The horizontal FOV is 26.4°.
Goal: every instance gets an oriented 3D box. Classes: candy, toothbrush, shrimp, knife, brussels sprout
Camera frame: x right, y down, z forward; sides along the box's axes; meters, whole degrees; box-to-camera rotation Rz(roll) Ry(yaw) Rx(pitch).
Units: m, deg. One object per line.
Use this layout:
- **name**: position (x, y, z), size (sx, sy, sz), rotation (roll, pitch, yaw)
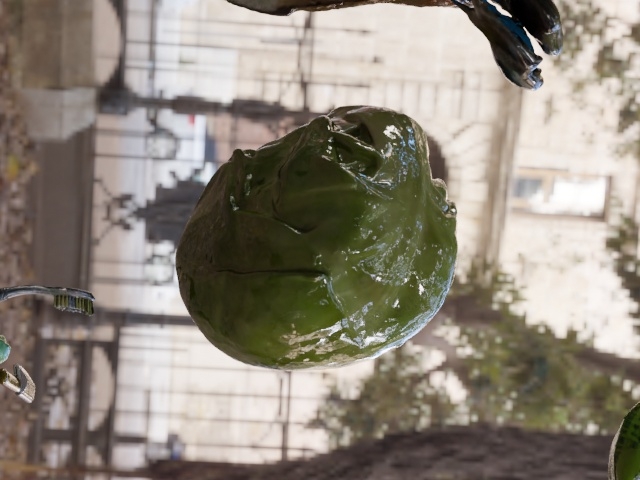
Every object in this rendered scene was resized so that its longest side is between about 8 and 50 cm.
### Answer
- **candy**: position (0.446, 0.270, 1.890), size (0.246, 0.069, 0.149), rotation (-63, 169, -2)
- **toothbrush**: position (-0.536, 0.075, 2.066), size (0.035, 0.413, 0.042), rotation (-42, -133, 49)
- **shrimp**: position (0.023, -0.271, 1.200), size (0.221, 0.445, 0.110), rotation (-52, 155, -6)
- **knife**: position (-0.422, 0.196, 1.916), size (0.256, 0.022, 0.046), rotation (101, -22, -77)
- **brussels sprout**: position (0.000, 0.000, 1.456), size (0.328, 0.327, 0.247), rotation (-92, 168, -49)

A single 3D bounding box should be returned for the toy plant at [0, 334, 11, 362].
- **toy plant**: position (-0.473, 0.071, 1.664), size (0.088, 0.240, 0.155), rotation (-51, 149, -15)
